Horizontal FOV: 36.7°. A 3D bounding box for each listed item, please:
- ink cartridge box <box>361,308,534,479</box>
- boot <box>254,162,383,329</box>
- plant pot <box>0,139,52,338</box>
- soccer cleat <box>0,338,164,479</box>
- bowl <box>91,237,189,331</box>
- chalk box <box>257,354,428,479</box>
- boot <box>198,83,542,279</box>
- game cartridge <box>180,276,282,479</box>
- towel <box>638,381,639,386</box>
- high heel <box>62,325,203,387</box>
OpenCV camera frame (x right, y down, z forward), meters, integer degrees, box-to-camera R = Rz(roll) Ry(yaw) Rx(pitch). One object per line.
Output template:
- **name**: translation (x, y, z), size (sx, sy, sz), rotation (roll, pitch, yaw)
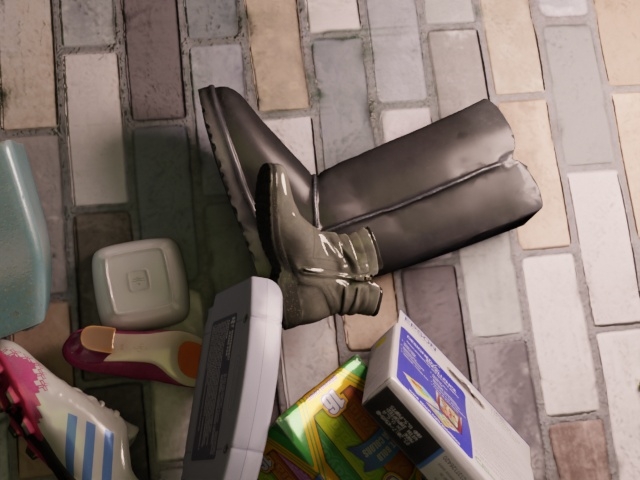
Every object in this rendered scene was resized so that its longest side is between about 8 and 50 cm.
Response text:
- **ink cartridge box**: translation (0.183, 0.262, 1.333), size (0.072, 0.307, 0.303), rotation (-42, 94, 11)
- **boot**: translation (0.000, 0.000, 1.370), size (0.161, 0.083, 0.246), rotation (-12, 101, -16)
- **plant pot**: translation (-0.496, 0.019, 1.350), size (0.247, 0.248, 0.252), rotation (-22, 99, -10)
- **soccer cleat**: translation (-0.351, 0.267, 1.382), size (0.143, 0.116, 0.331), rotation (-30, 80, -33)
- **bowl**: translation (-0.271, 0.065, 1.453), size (0.142, 0.053, 0.142), rotation (-10, 79, -10)
- **chalk box**: translation (0.048, 0.343, 1.331), size (0.289, 0.179, 0.180), rotation (49, 48, 6)
- **boot**: translation (0.074, -0.126, 1.476), size (0.445, 0.146, 0.367), rotation (-20, 93, -5)
- **game cartridge**: translation (-0.121, 0.204, 1.324), size (0.060, 0.196, 0.294), rotation (14, 72, -20)
- **towel**: translation (0.601, 0.153, 1.546), size (0.102, 0.021, 0.237), rotation (28, 77, 6)
- **high heel**: translation (-0.259, 0.181, 1.438), size (0.244, 0.117, 0.082), rotation (11, 68, -25)
